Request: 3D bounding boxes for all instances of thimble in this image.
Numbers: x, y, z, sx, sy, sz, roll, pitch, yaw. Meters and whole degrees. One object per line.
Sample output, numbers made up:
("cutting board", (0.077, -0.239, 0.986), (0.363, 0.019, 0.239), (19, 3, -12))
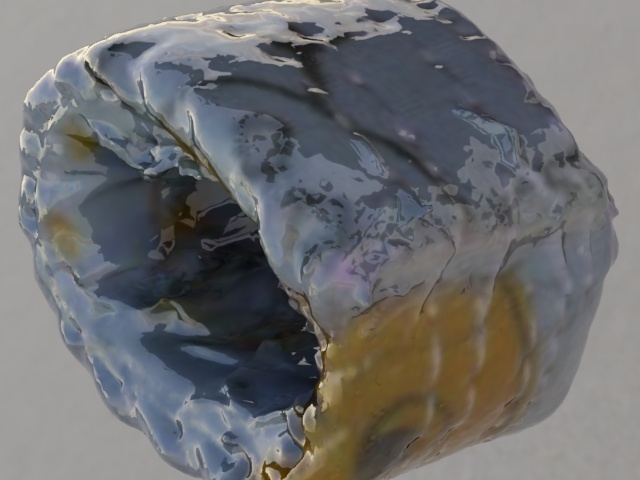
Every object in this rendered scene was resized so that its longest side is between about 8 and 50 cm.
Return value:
("thimble", (-0.001, -0.003, 0.549), (0.118, 0.127, 0.151), (-19, 48, -37))
